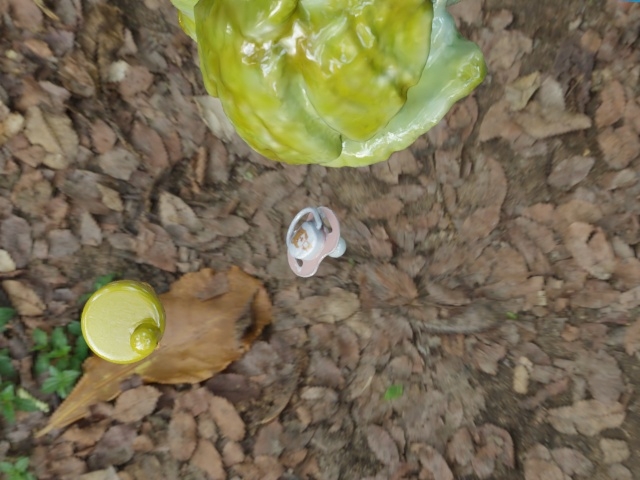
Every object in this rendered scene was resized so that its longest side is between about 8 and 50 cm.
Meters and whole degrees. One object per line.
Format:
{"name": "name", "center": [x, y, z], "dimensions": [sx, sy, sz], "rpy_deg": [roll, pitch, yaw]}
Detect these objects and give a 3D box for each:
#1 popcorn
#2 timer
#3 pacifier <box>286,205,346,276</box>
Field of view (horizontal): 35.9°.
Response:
{"name": "popcorn", "center": [-0.005, -0.198, 0.780], "dimensions": [0.276, 0.225, 0.276], "rpy_deg": [-23, 57, 40]}
{"name": "timer", "center": [-0.247, 0.104, 1.243], "dimensions": [0.107, 0.109, 0.107], "rpy_deg": [0, 98, -2]}
{"name": "pacifier", "center": [0.000, 0.000, 1.272], "dimensions": [0.099, 0.078, 0.081], "rpy_deg": [-49, 49, 29]}
